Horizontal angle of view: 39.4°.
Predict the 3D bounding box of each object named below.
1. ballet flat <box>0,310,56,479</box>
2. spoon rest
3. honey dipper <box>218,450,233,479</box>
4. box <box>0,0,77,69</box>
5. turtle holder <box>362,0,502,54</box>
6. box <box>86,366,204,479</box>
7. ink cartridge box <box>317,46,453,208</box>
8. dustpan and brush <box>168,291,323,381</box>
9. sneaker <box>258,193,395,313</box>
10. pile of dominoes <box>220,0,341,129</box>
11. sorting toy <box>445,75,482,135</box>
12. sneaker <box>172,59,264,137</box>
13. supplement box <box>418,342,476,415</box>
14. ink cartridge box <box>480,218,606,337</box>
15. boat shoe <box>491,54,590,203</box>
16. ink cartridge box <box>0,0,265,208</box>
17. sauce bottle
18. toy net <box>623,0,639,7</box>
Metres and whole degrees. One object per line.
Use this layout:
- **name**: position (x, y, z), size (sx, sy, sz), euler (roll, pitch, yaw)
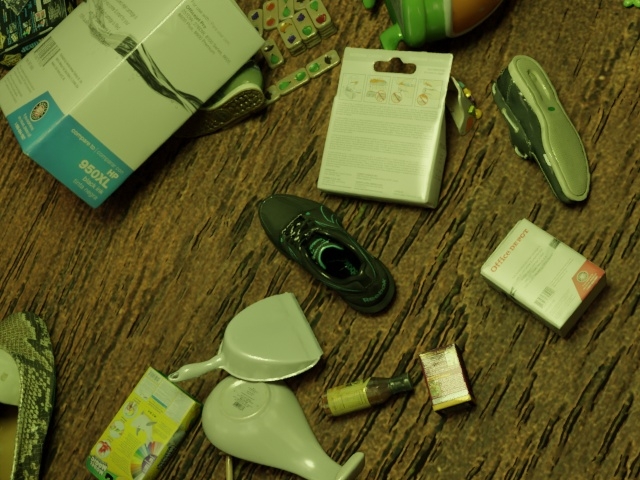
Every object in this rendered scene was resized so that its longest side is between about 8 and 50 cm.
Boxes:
- **ballet flat**: position (-0.503, 0.318, 1.347), size (0.164, 0.182, 0.483), euler (-10, 66, 19)
- **spoon rest**: position (-0.053, 0.272, 1.249), size (0.276, 0.084, 0.137), euler (26, 58, 36)
- **honey dipper**: position (-0.128, 0.350, 1.276), size (0.030, 0.030, 0.161), euler (-12, 68, 17)
- **box**: position (-0.568, -0.464, 1.752), size (0.175, 0.051, 0.220), euler (-22, 64, 12)
- **turtle holder**: position (0.169, -0.447, 1.378), size (0.227, 0.243, 0.320), euler (-16, 33, 1)
- **box**: position (-0.265, 0.294, 1.344), size (0.105, 0.043, 0.179), euler (32, 81, 28)
- **ink cartridge box**: position (0.103, -0.171, 1.349), size (0.181, 0.056, 0.225), euler (10, 85, 25)
- **dustpan and brush**: position (-0.119, 0.161, 1.299), size (0.211, 0.060, 0.147), euler (-11, 43, -18)
- **sneaker**: position (0.000, 0.000, 1.320), size (0.267, 0.106, 0.101), euler (36, 87, 30)
- **pile of dominoes**: position (-0.098, -0.328, 1.523), size (0.251, 0.040, 0.196), euler (-29, 63, 8)
- **sorting toy**: position (0.207, -0.214, 1.338), size (0.045, 0.075, 0.083), euler (-26, 63, 10)
- **sneaker**: position (-0.174, -0.241, 1.496), size (0.192, 0.064, 0.086), euler (-19, 53, 26)
- **supplement box**: position (0.172, 0.188, 1.213), size (0.055, 0.043, 0.083), euler (-19, 65, 14)
- **ink cartridge box**: position (0.301, 0.050, 1.209), size (0.135, 0.056, 0.099), euler (38, 86, 28)
- **boat shoe**: position (0.315, -0.150, 1.284), size (0.079, 0.084, 0.233), euler (-42, 61, 46)
- **ink cartridge box**: position (-0.323, -0.289, 1.480), size (0.395, 0.166, 0.285), euler (-44, 41, 1)
- **sauce bottle**: position (0.066, 0.213, 1.247), size (0.128, 0.042, 0.042), euler (-17, 65, 12)
- **toy net**: position (0.541, -0.435, 1.312), size (0.232, 0.045, 0.122), euler (-22, 63, 12)
